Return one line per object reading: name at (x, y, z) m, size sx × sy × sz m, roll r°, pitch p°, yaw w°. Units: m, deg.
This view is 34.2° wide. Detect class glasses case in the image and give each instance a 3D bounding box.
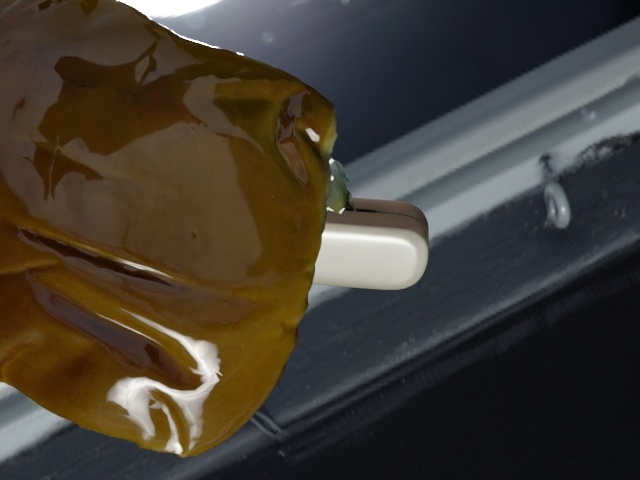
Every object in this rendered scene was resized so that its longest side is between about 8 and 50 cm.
glasses case at (0.000, 0.000, 0.941) m, size 0.196 × 0.083 × 0.050 m, roll 5°, pitch -139°, yaw -2°

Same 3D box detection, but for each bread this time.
bread at (-0.126, -0.022, 0.651) m, size 0.279 × 0.225 × 0.250 m, roll 22°, pitch -85°, yaw 5°
